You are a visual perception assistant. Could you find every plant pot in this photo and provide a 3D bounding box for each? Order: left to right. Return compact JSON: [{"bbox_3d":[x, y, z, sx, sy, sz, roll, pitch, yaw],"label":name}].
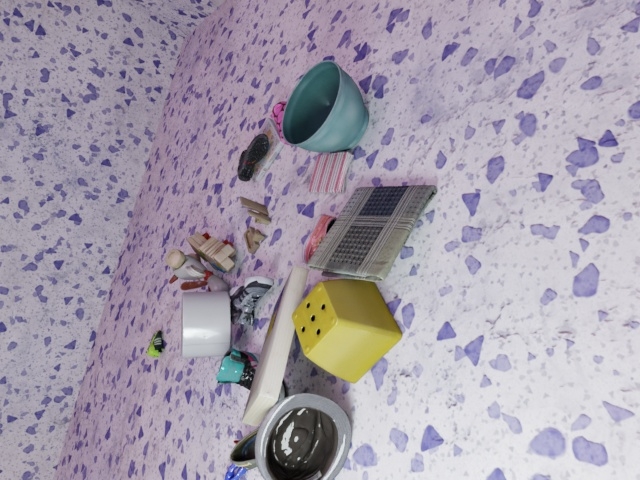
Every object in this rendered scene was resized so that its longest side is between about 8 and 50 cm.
[{"bbox_3d":[0.036,-0.415,1.575,0.293,0.196,0.293,-25,55,42],"label":"plant pot"},{"bbox_3d":[0.049,0.225,1.262,0.212,0.187,0.212,-51,40,24],"label":"plant pot"}]

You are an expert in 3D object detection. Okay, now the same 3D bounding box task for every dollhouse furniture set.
[{"bbox_3d":[-0.292,-0.060,1.886,0.151,0.123,0.144,-50,40,24],"label":"dollhouse furniture set"}]

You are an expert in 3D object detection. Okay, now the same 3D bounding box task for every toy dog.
[{"bbox_3d":[-0.549,0.169,2.030,0.333,0.220,0.161,34,94,51],"label":"toy dog"}]

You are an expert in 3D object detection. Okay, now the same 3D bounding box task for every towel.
[{"bbox_3d":[0.032,-0.230,1.639,0.197,0.029,0.144,8,80,56],"label":"towel"},{"bbox_3d":[0.137,-0.024,1.310,0.312,0.056,0.324,6,55,51],"label":"towel"}]

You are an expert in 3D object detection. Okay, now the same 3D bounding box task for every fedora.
[{"bbox_3d":[-0.050,0.523,1.261,0.124,0.243,0.276,-165,90,-83],"label":"fedora"}]

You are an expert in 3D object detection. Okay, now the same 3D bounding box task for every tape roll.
[{"bbox_3d":[-0.436,0.315,1.782,0.246,0.169,0.246,-179,90,-73],"label":"tape roll"}]

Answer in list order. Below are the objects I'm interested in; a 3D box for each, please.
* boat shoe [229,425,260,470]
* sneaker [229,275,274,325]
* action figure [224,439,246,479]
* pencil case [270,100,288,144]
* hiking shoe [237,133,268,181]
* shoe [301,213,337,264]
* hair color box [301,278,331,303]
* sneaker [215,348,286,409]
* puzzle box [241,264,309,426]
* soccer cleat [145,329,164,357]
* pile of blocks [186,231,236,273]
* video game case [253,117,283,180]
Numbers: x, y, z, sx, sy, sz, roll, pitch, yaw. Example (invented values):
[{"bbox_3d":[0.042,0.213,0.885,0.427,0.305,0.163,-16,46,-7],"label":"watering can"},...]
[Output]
[{"bbox_3d":[-0.150,0.597,1.408,0.305,0.091,0.109,-41,46,26],"label":"boat shoe"},{"bbox_3d":[-0.253,0.227,1.726,0.268,0.101,0.153,-30,52,48],"label":"sneaker"},{"bbox_3d":[-0.326,0.793,1.521,0.091,0.139,0.281,16,89,55],"label":"action figure"},{"bbox_3d":[-0.142,-0.472,1.921,0.098,0.095,0.209,-21,46,2],"label":"pencil case"},{"bbox_3d":[-0.304,-0.372,2.040,0.227,0.086,0.114,-55,41,20],"label":"hiking shoe"},{"bbox_3d":[0.000,0.000,1.534,0.081,0.063,0.178,13,80,59],"label":"shoe"},{"bbox_3d":[0.000,0.190,1.462,0.141,0.043,0.072,-45,42,29],"label":"hair color box"},{"bbox_3d":[-0.242,0.442,1.537,0.295,0.178,0.124,27,95,53],"label":"sneaker"},{"bbox_3d":[-0.130,0.305,1.389,0.272,0.052,0.409,117,169,-51],"label":"puzzle box"},{"bbox_3d":[-0.801,0.510,2.326,0.060,0.072,0.179,-55,17,20],"label":"soccer cleat"},{"bbox_3d":[-0.440,0.050,2.056,0.112,0.149,0.362,-44,39,-19],"label":"pile of blocks"},{"bbox_3d":[-0.248,-0.402,2.077,0.206,0.026,0.227,-52,40,23],"label":"video game case"}]
